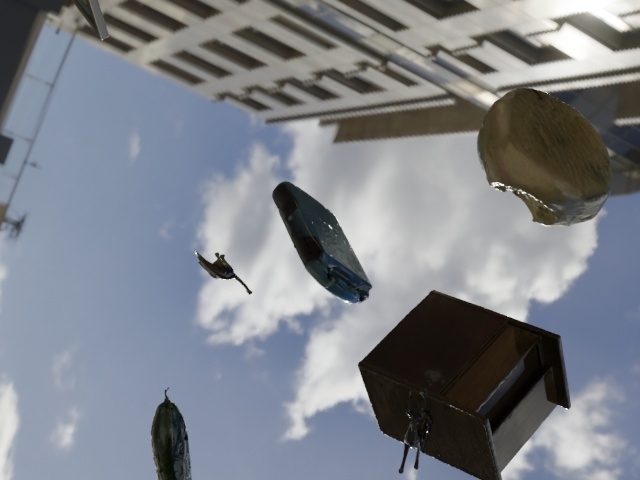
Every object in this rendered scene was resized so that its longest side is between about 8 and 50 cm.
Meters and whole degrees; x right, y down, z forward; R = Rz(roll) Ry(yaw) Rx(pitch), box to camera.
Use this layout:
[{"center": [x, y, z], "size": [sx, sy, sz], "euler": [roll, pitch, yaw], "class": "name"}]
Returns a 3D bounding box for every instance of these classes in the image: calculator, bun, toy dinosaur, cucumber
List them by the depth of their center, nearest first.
[{"center": [-0.150, 0.225, 0.999], "size": [0.039, 0.039, 0.168], "euler": [-121, -155, -59], "class": "cucumber"}, {"center": [0.306, -0.109, 1.369], "size": [0.210, 0.237, 0.116], "euler": [56, -45, 17], "class": "bun"}, {"center": [-0.173, 0.043, 1.647], "size": [0.037, 0.180, 0.058], "euler": [-51, -129, 8], "class": "toy dinosaur"}, {"center": [0.000, 0.000, 1.776], "size": [0.051, 0.173, 0.293], "euler": [-43, -139, 15], "class": "calculator"}]

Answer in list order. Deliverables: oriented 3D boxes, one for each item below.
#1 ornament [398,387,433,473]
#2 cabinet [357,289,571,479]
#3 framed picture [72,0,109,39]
[{"center": [0.121, 0.225, 1.209], "size": [0.073, 0.028, 0.125], "euler": [-50, 148, -48], "class": "ornament"}, {"center": [0.200, 0.202, 1.339], "size": [0.215, 0.148, 0.175], "euler": [18, -131, 42], "class": "cabinet"}, {"center": [-0.442, -0.480, 1.576], "size": [0.016, 0.289, 0.213], "euler": [-35, 169, -12], "class": "framed picture"}]
